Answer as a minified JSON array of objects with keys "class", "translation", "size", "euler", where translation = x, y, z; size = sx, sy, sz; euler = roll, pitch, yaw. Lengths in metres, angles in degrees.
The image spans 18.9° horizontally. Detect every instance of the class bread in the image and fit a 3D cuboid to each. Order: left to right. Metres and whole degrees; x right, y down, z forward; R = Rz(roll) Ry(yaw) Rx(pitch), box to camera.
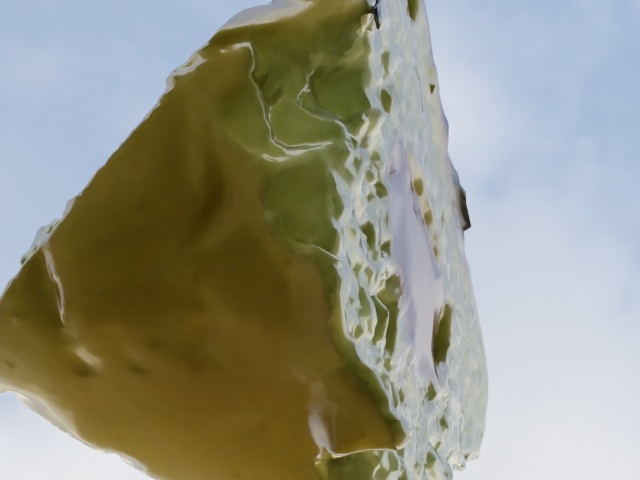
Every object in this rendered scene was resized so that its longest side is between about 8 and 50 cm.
[{"class":"bread","translation":[0.011,0.002,0.807],"size":[0.224,0.183,0.211],"euler":[34,-55,-2]}]
